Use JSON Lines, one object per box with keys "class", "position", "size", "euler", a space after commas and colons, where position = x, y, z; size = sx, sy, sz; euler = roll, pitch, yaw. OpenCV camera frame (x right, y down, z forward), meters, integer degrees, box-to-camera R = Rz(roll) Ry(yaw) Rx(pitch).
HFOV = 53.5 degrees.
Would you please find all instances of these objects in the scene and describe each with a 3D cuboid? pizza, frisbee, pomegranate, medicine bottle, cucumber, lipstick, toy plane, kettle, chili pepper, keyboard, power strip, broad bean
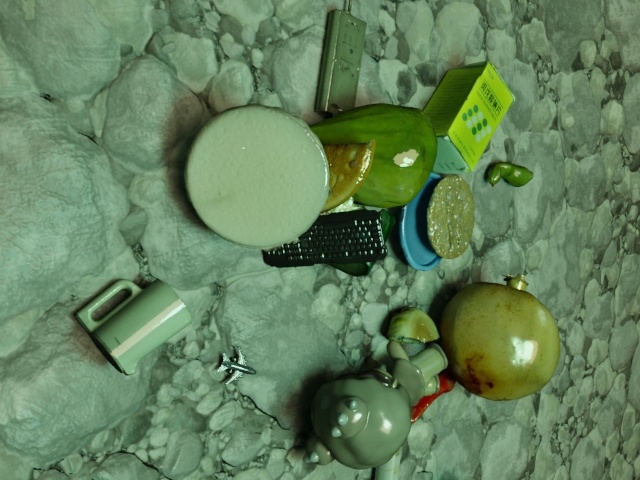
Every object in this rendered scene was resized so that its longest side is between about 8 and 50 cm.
{"class": "pizza", "position": [0.024, -0.134, 1.211], "size": [0.178, 0.131, 0.041], "euler": [-62, 163, 10]}
{"class": "frisbee", "position": [0.250, -0.046, 1.540], "size": [0.242, 0.045, 0.242], "euler": [-11, 105, -48]}
{"class": "pomegranate", "position": [0.442, 0.234, 1.575], "size": [0.319, 0.319, 0.319], "euler": [-4, 97, -39]}
{"class": "medicine bottle", "position": [0.340, -0.293, 1.535], "size": [0.137, 0.141, 0.250], "euler": [43, 68, -29]}
{"class": "cucumber", "position": [0.048, -0.023, 1.309], "size": [0.191, 0.191, 0.130], "euler": [40, 69, -34]}
{"class": "lipstick", "position": [0.163, 0.515, 1.521], "size": [0.059, 0.059, 0.264], "euler": [4, 92, -39]}
{"class": "toy plane", "position": [-0.162, 0.249, 1.249], "size": [0.083, 0.031, 0.078], "euler": [26, 78, -37]}
{"class": "kettle", "position": [-0.311, 0.137, 1.077], "size": [0.148, 0.098, 0.126], "euler": [-39, 122, -26]}
{"class": "chili pepper", "position": [0.277, 0.374, 1.583], "size": [0.272, 0.071, 0.063], "euler": [-26, 107, -45]}
{"class": "keyboard", "position": [0.000, 0.000, 1.222], "size": [0.016, 0.262, 0.106], "euler": [-41, 123, -59]}
{"class": "power strip", "position": [0.047, -0.387, 1.353], "size": [0.092, 0.034, 0.268], "euler": [9, 89, -39]}
{"class": "broad bean", "position": [0.531, -0.182, 1.755], "size": [0.214, 0.048, 0.070], "euler": [-6, 95, -39]}

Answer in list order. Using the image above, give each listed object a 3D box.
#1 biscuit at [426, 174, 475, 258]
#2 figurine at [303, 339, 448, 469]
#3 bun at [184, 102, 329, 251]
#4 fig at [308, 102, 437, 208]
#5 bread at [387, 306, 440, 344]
{"class": "biscuit", "position": [0.324, -0.056, 1.569], "size": [0.220, 0.033, 0.219], "euler": [-8, 101, -48]}
{"class": "figurine", "position": [0.133, 0.354, 1.382], "size": [0.381, 0.248, 0.203], "euler": [-24, 68, -40]}
{"class": "bun", "position": [-0.111, -0.129, 1.174], "size": [0.263, 0.175, 0.263], "euler": [0, 110, 0]}
{"class": "fig", "position": [0.087, -0.176, 1.334], "size": [0.233, 0.314, 0.233], "euler": [-2, 90, -81]}
{"class": "bread", "position": [0.216, 0.205, 1.516], "size": [0.157, 0.083, 0.094], "euler": [-9, 94, -49]}
